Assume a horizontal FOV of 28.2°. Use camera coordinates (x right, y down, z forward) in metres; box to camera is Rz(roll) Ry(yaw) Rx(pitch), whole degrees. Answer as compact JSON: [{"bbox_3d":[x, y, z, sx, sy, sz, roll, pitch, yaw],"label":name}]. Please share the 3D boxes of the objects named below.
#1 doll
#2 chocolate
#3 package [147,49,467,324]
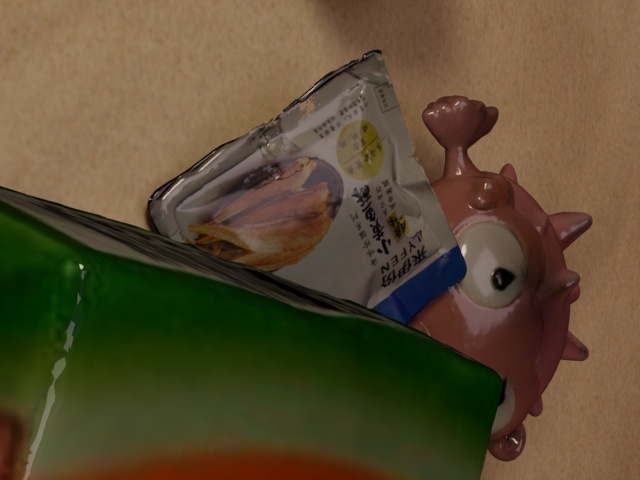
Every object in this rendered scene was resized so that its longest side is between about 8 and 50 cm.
[{"bbox_3d":[0.110,0.030,0.884,0.211,0.093,0.262,-10,100,-40],"label":"doll"},{"bbox_3d":[-0.084,0.167,0.561,0.360,0.161,0.341,20,82,-51],"label":"chocolate"},{"bbox_3d":[0.000,0.000,0.751,0.171,0.027,0.173,-38,119,-21],"label":"package"}]
